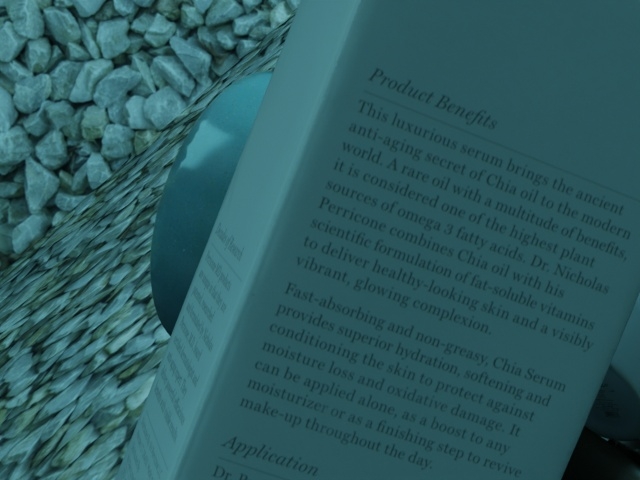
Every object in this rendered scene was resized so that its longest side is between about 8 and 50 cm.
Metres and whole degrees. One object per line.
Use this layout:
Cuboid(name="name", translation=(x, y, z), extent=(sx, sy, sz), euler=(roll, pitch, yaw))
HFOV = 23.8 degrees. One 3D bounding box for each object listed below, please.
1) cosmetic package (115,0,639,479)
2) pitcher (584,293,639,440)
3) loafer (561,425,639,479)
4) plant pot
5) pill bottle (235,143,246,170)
Cuboid(name="cosmetic package", translation=(0.049, 0.032, 0.938), extent=(0.161, 0.230, 0.453), euler=(-139, 70, -73))
Cuboid(name="pitcher", translation=(0.255, 0.035, 1.014), extent=(0.207, 0.125, 0.178), euler=(-42, 12, -29))
Cuboid(name="loafer", translation=(0.160, 0.156, 0.969), extent=(0.080, 0.078, 0.220), euler=(-44, 17, -19))
Cuboid(name="plant pot", translation=(0.000, 0.000, 1.477), extent=(0.195, 0.290, 0.290), euler=(19, 50, 27))
Cuboid(name="pill bottle", translation=(0.093, 0.000, 1.202), extent=(0.318, 0.176, 0.176), euler=(23, 59, 39))
